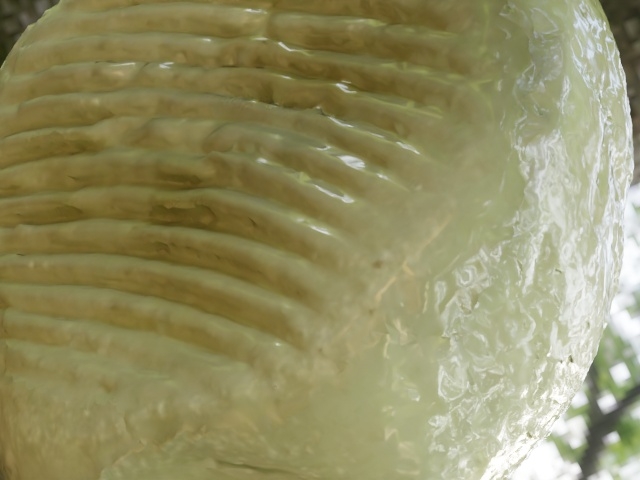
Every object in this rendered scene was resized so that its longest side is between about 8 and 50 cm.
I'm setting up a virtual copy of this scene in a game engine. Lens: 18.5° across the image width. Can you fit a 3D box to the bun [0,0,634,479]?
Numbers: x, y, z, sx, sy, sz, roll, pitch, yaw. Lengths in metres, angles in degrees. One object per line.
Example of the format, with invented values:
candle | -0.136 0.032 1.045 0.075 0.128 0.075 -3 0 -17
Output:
bun | 0.000 0.000 0.931 0.349 0.352 0.227 12 -16 41
